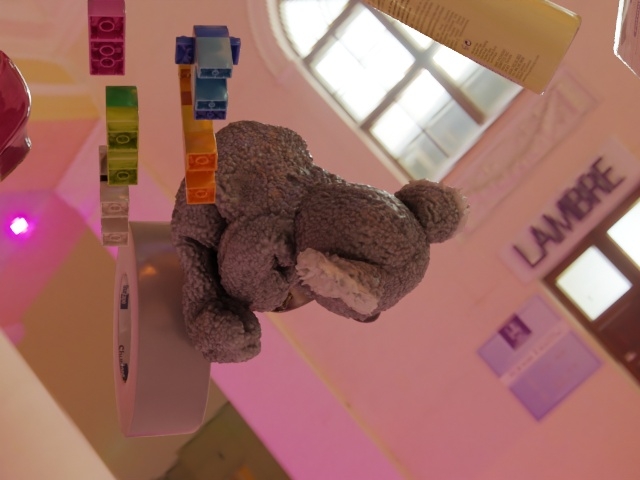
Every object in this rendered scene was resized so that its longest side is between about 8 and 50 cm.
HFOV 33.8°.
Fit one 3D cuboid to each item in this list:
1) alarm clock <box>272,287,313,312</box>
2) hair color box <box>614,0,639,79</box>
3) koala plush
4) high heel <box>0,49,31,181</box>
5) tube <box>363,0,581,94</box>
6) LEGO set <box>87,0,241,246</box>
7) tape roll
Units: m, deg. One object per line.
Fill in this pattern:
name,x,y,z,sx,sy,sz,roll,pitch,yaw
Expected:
alarm clock,-0.011,0.017,1.288,0.192,0.064,0.129,-38,17,-29
hair color box,0.330,-0.214,0.870,0.339,0.110,0.185,-76,-11,-70
koala plush,0.000,0.000,0.901,0.196,0.221,0.203,-32,-61,-37
high heel,-0.305,-0.036,0.794,0.244,0.082,0.117,-49,-15,-28
tube,0.063,-0.182,0.739,0.062,0.240,0.070,-57,-8,-50
LEGO set,-0.099,-0.095,0.656,0.087,0.093,0.227,-1,-31,-12
tape roll,-0.165,0.089,1.073,0.072,0.219,0.219,0,-32,-16
